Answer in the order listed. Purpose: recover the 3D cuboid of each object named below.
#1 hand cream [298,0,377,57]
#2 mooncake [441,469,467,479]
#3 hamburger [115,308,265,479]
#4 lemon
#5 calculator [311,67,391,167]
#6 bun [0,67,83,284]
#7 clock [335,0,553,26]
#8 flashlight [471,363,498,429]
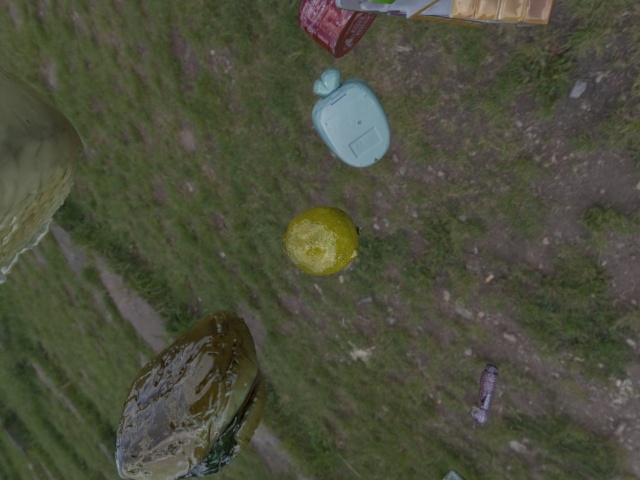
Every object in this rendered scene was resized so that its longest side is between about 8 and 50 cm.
[{"bbox_3d":[0.055,-0.646,1.324,0.149,0.230,0.230,39,143,2],"label":"hand cream"},{"bbox_3d":[0.350,0.673,1.203,0.130,0.125,0.073,37,172,34],"label":"mooncake"},{"bbox_3d":[-0.214,0.248,0.764,0.134,0.285,0.265,49,-173,-38],"label":"hamburger"},{"bbox_3d":[0.000,0.000,1.181,0.206,0.173,0.173,-4,118,19],"label":"lemon"},{"bbox_3d":[0.082,-0.321,1.269,0.295,0.184,0.042,50,-172,-33],"label":"calculator"},{"bbox_3d":[-0.385,-0.015,0.383,0.202,0.364,0.364,44,146,-13],"label":"bun"},{"bbox_3d":[0.207,-0.382,0.635,0.309,0.235,0.166,33,126,47],"label":"clock"},{"bbox_3d":[0.276,0.261,0.799,0.031,0.052,0.110,14,94,43],"label":"flashlight"}]
